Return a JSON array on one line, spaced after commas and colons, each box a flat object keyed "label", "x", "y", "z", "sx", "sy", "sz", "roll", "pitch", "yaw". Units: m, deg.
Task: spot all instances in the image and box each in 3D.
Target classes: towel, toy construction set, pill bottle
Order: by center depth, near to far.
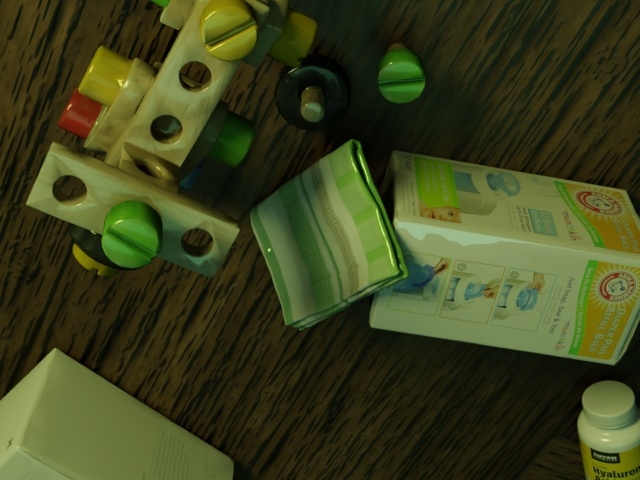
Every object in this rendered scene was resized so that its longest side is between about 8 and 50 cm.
[{"label": "toy construction set", "x": -0.113, "y": -0.123, "z": 0.609, "sx": 0.257, "sy": 0.237, "sz": 0.309, "roll": -29, "pitch": 118, "yaw": 19}, {"label": "towel", "x": 0.000, "y": 0.000, "z": 0.746, "sx": 0.152, "sy": 0.023, "sz": 0.113, "roll": -32, "pitch": 78, "yaw": 53}, {"label": "pill bottle", "x": 0.280, "y": 0.191, "z": 0.919, "sx": 0.065, "sy": 0.065, "sz": 0.116, "roll": -13, "pitch": 122, "yaw": 9}]

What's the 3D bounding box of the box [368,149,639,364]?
[{"label": "box", "x": 0.146, "y": 0.013, "z": 0.770, "sx": 0.203, "sy": 0.114, "sz": 0.103, "roll": 10, "pitch": 122, "yaw": -4}]

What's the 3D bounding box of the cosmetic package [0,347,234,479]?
[{"label": "cosmetic package", "x": -0.242, "y": 0.261, "z": 0.928, "sx": 0.225, "sy": 0.138, "sz": 0.224, "roll": 38, "pitch": 117, "yaw": -23}]
